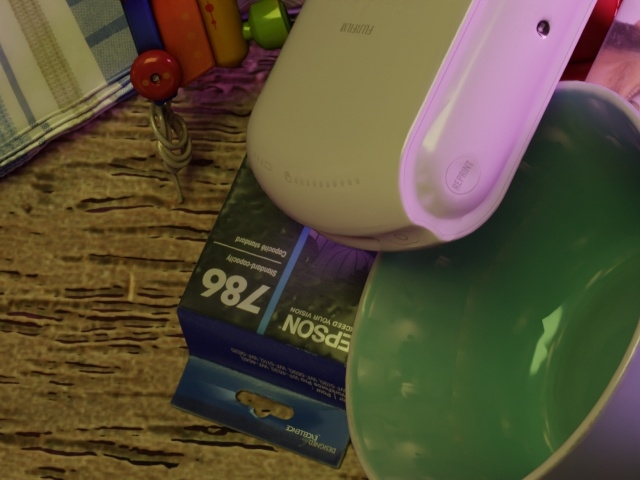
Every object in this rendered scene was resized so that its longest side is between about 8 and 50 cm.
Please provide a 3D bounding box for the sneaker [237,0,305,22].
[{"bbox_3d":[-0.047,-0.241,1.320,0.236,0.104,0.095,-16,64,11],"label":"sneaker"}]

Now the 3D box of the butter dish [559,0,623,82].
[{"bbox_3d":[0.171,-0.218,1.229,0.160,0.118,0.159,9,72,22],"label":"butter dish"}]

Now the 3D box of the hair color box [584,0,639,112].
[{"bbox_3d":[0.363,-0.071,1.115,0.339,0.110,0.185,21,78,26],"label":"hair color box"}]

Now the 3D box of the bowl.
[{"bbox_3d":[0.174,0.065,1.052,0.311,0.163,0.311,-40,36,37],"label":"bowl"}]

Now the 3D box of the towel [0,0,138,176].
[{"bbox_3d":[-0.291,-0.157,1.408,0.285,0.034,0.209,-32,61,2],"label":"towel"}]

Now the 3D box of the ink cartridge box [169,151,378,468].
[{"bbox_3d":[0.000,0.000,1.233,0.165,0.065,0.332,16,76,23],"label":"ink cartridge box"}]

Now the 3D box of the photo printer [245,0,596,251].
[{"bbox_3d":[0.071,-0.141,1.103,0.256,0.107,0.307,20,83,60],"label":"photo printer"}]

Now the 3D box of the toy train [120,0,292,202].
[{"bbox_3d":[-0.085,-0.160,1.265,0.143,0.248,0.105,-14,26,4],"label":"toy train"}]
